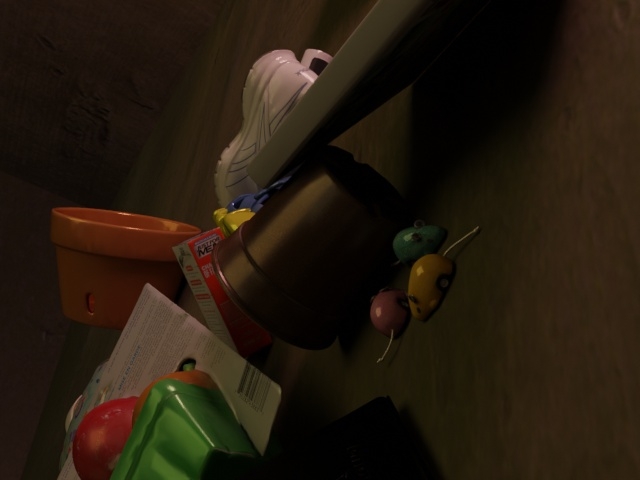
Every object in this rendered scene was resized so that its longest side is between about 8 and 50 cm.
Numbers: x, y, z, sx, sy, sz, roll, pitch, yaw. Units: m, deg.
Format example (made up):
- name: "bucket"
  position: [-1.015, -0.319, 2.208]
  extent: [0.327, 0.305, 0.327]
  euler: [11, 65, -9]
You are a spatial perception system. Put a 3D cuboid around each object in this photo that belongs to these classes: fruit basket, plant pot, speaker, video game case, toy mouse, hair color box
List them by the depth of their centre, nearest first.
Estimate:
- name: "toy mouse"
  position: [0.079, 0.034, 0.941]
  extent: [0.161, 0.031, 0.143]
  euler: [-63, 18, 9]
- name: "video game case"
  position: [0.093, -0.208, 0.973]
  extent: [0.300, 0.036, 0.329]
  euler: [-40, -3, -42]
- name: "plant pot"
  position: [0.000, 0.000, 1.030]
  extent: [0.165, 0.167, 0.167]
  euler: [-49, 22, 21]
- name: "fruit basket"
  position: [-0.183, 0.249, 1.095]
  extent: [0.353, 0.165, 0.327]
  euler: [26, 92, 59]
- name: "hair color box"
  position: [-0.131, 0.071, 1.298]
  extent: [0.053, 0.167, 0.093]
  euler: [-27, 6, -20]
- name: "speaker"
  position: [-0.023, -0.229, 1.541]
  extent: [0.136, 0.055, 0.055]
  euler: [-68, 18, -10]
- name: "plant pot"
  position: [-0.391, 0.056, 1.915]
  extent: [0.291, 0.291, 0.203]
  euler: [-152, 70, -72]

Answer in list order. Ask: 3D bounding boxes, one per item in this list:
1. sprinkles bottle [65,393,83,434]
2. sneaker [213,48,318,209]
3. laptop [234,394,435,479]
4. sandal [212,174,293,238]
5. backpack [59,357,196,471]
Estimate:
- name: "sprinkles bottle"
  position: [-0.331, 0.262, 1.684]
  extent: [0.355, 0.121, 0.121]
  euler: [-45, 27, 47]
- name: "sneaker"
  position: [-0.070, -0.127, 1.450]
  extent: [0.129, 0.111, 0.297]
  euler: [36, 124, 35]
- name: "laptop"
  position: [-0.037, 0.386, 0.732]
  extent: [0.382, 0.236, 0.407]
  euler: [-120, 34, -66]
- name: "sandal"
  position: [-0.058, -0.020, 1.308]
  extent: [0.138, 0.126, 0.317]
  euler: [-37, 10, -8]
- name: "backpack"
  position: [-0.247, 0.279, 1.331]
  extent: [0.225, 0.191, 0.253]
  euler: [151, 134, -64]
